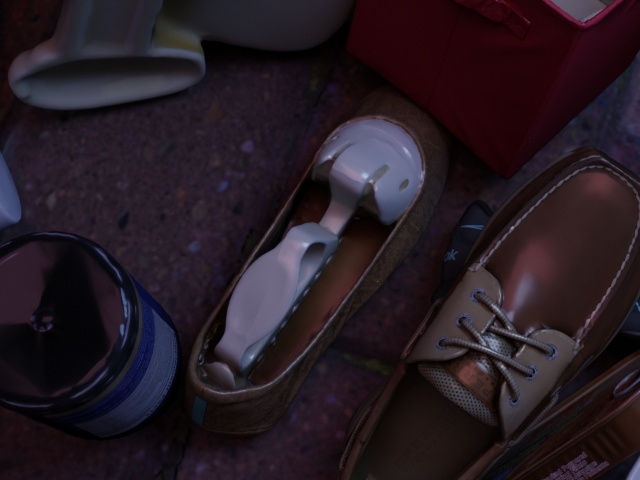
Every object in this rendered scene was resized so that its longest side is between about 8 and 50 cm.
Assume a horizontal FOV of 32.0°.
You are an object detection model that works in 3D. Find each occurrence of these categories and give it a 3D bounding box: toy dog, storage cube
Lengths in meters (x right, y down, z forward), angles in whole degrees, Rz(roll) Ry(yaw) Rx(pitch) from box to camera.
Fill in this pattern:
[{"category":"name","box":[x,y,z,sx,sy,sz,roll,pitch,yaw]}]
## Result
[{"category":"toy dog","box":[-0.119,-0.366,0.920,0.395,0.284,0.408,-10,72,-13]},{"category":"storage cube","box":[0.158,-0.202,0.864,0.184,0.193,0.215,41,62,15]}]

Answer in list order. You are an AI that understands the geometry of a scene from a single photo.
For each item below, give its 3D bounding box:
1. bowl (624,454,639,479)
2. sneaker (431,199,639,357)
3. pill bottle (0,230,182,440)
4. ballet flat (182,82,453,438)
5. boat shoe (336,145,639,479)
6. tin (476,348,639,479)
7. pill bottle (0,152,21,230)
[{"category":"bowl","box":[0.335,0.245,0.765,0.298,0.134,0.298,-1,73,4]},{"category":"sneaker","box":[0.223,0.033,0.857,0.267,0.101,0.106,10,72,8]},{"category":"pill bottle","box":[-0.170,0.080,0.815,0.123,0.219,0.123,-1,73,4]},{"category":"ballet flat","box":[0.000,0.000,0.874,0.116,0.124,0.342,34,79,14]},{"category":"boat shoe","box":[0.118,0.087,0.773,0.122,0.120,0.324,34,109,8]},{"category":"tin","box":[0.185,0.141,0.801,0.040,0.106,0.190,47,118,-2]},{"category":"pill bottle","box":[-0.390,-0.009,0.898,0.272,0.152,0.152,-23,73,-2]}]
